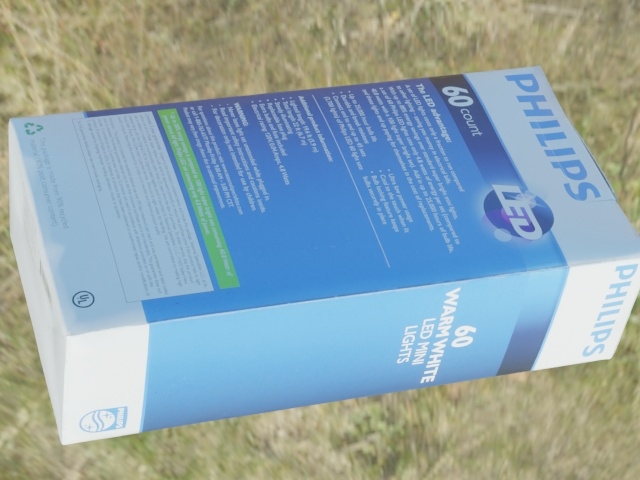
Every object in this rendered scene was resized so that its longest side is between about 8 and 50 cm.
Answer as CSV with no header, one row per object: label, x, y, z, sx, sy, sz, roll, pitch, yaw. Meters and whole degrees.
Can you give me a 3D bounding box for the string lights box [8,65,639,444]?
string lights box,0.000,0.000,0.730,0.259,0.077,0.133,-7,47,-17
